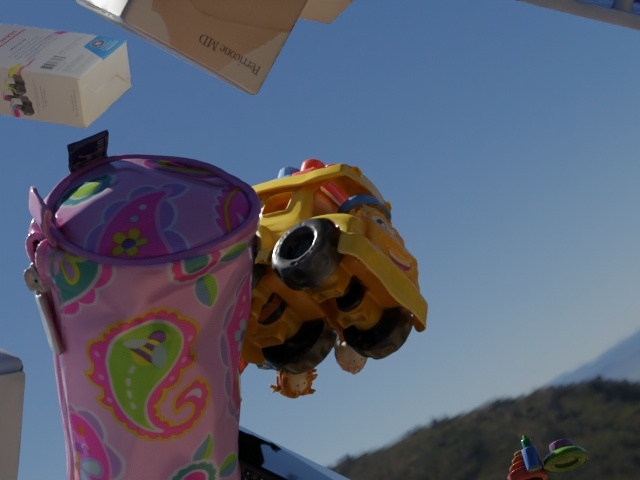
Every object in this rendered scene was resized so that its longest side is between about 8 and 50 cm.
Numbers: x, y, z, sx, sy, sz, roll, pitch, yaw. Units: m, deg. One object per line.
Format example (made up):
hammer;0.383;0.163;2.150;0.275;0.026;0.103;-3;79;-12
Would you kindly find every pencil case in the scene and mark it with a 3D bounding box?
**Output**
pencil case;-0.096;0.091;0.708;0.124;0.124;0.284;-24;-50;-36

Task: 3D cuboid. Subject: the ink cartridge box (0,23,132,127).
ink cartridge box;-0.310;-0.182;1.398;0.104;0.181;0.061;-54;-32;-51

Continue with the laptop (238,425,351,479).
laptop;-0.081;0.232;1.105;0.264;0.234;0.136;-67;-5;36

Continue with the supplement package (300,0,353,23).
supplement package;0.013;-0.381;1.280;0.293;0.175;0.177;-41;-21;29

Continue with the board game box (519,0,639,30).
board game box;0.332;-0.198;1.029;0.390;0.390;0.050;-21;-54;-57

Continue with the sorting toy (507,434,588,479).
sorting toy;0.251;0.244;1.466;0.102;0.042;0.061;-35;-39;30

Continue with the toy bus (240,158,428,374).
toy bus;0.000;0.000;1.221;0.220;0.149;0.211;-13;45;36

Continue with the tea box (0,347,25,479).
tea box;-0.367;0.130;0.590;0.329;0.324;0.220;-7;-71;-49

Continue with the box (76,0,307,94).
box;-0.056;-0.293;1.049;0.148;0.121;0.311;25;-85;-35

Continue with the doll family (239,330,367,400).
doll family;-0.060;0.103;1.377;0.263;0.163;0.118;-17;21;-25
